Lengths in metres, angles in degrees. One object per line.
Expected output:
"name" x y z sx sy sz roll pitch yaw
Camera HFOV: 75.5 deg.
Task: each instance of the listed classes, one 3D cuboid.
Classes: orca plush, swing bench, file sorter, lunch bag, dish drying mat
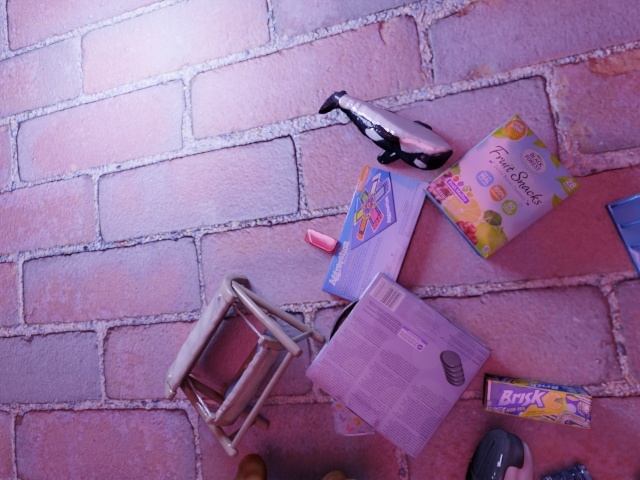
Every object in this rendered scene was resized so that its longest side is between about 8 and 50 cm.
"orca plush" 0.120 -0.202 0.839 0.287 0.151 0.102 27 125 14
"swing bench" -0.175 0.240 0.858 0.255 0.165 0.253 33 96 17
"file sorter" 0.588 -0.011 0.681 0.118 0.104 0.170 -22 80 13
"lunch bag" 0.067 0.351 0.836 0.083 0.053 0.071 -8 85 5
"dish drying mat" 0.000 0.000 0.891 0.083 0.008 0.032 24 91 37

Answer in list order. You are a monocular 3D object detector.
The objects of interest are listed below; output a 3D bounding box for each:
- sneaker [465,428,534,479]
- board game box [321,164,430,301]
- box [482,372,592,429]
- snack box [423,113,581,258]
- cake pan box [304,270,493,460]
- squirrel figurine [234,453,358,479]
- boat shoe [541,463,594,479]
"sneaker" 0.372 0.546 0.686 0.258 0.169 0.447 6 96 13
"board game box" 0.114 -0.004 0.862 0.145 0.027 0.281 20 92 15
"box" 0.385 0.287 0.745 0.169 0.054 0.059 4 87 17
"snack box" 0.329 -0.098 0.772 0.207 0.070 0.174 -41 86 9
"cake pan box" 0.139 0.226 0.784 0.267 0.070 0.245 35 86 8
"squirrel figurine" 0.010 0.611 0.693 0.371 0.281 0.396 28 57 -16
"boat shoe" 0.465 0.482 0.701 0.083 0.065 0.183 -31 79 10
